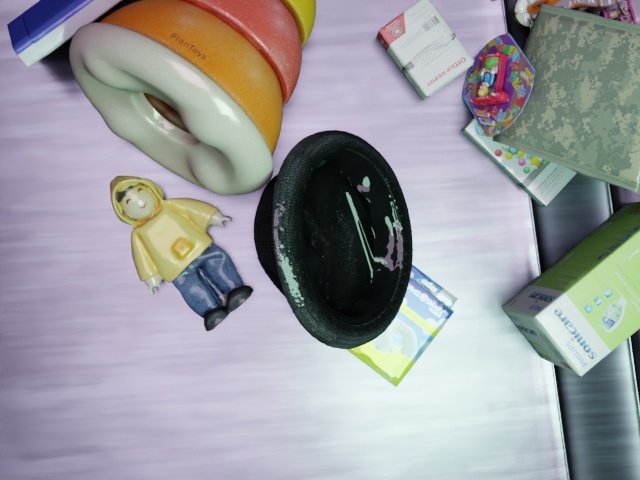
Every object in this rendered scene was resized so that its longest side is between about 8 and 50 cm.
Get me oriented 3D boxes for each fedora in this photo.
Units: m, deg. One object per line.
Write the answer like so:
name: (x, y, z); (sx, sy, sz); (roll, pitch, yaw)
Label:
fedora: (0.000, 0.000, 1.525); (0.334, 0.152, 0.334); (3, 86, -44)

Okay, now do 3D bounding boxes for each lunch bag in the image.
lunch bag: (0.422, -0.218, 1.495); (0.287, 0.169, 0.235); (27, 105, 35)

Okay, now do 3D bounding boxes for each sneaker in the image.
sneaker: (0.409, -0.405, 1.599); (0.215, 0.083, 0.084); (-18, 96, -2)

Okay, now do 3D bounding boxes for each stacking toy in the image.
stacking toy: (-0.115, -0.340, 1.503); (0.350, 0.350, 0.480); (35, 71, -3)

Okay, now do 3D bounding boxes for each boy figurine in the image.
boy figurine: (-0.226, 0.001, 1.566); (0.177, 0.092, 0.285); (-37, 95, 0)

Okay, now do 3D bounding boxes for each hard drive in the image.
hard drive: (-0.336, -0.394, 1.503); (0.319, 0.210, 0.040); (-37, 119, -2)

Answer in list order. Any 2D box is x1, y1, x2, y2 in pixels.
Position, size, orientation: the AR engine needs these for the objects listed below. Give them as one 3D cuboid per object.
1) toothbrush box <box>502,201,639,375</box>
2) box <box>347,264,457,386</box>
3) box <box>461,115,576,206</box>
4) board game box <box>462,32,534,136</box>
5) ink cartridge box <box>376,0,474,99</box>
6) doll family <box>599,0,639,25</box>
toothbrush box: (0.450, 0.068, 1.543); (0.283, 0.206, 0.122); (-38, 93, -3)
box: (0.135, 0.137, 1.608); (0.109, 0.042, 0.178); (37, 89, -3)
box: (0.351, -0.171, 1.621); (0.186, 0.038, 0.145); (44, 88, -1)
board game box: (0.269, -0.252, 1.552); (0.033, 0.169, 0.133); (12, 129, -31)
ink cartridge box: (0.171, -0.312, 1.601); (0.099, 0.056, 0.135); (-36, 91, -2)
doll family: (0.569, -0.294, 1.610); (0.163, 0.118, 0.263); (-17, 73, 3)
